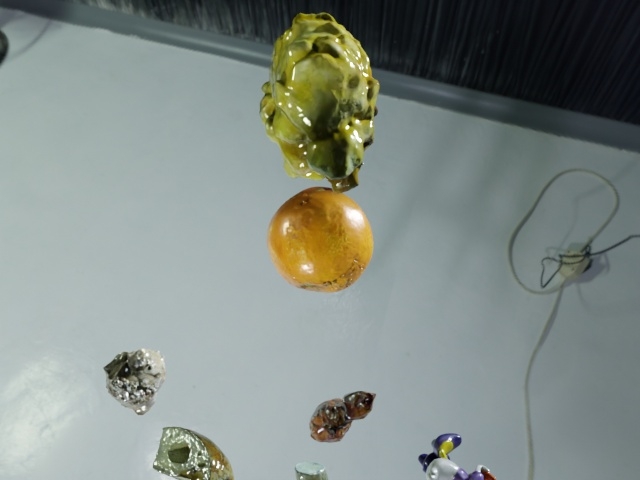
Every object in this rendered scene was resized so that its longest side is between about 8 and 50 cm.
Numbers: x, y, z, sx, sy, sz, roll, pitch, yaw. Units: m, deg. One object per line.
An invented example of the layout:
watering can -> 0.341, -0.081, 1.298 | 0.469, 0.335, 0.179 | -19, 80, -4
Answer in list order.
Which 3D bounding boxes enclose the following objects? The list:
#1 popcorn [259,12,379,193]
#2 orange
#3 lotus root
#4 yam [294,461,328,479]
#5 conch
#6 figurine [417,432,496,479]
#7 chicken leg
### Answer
popcorn -> 0.010, -0.201, 0.789 | 0.192, 0.233, 0.266 | -9, 69, -18
orange -> 0.000, 0.000, 1.184 | 0.246, 0.246, 0.246 | -1, 61, 1
lotus root -> -0.384, 0.686, 1.617 | 0.314, 0.210, 0.142 | 5, 55, 27
yam -> -0.018, 0.807, 1.669 | 0.107, 0.107, 0.194 | -14, 98, -6
conch -> -0.564, 0.431, 1.571 | 0.178, 0.245, 0.163 | 18, 27, 20
figurine -> 0.424, 0.731, 1.528 | 0.193, 0.421, 0.154 | 17, 98, -28
chicken leg -> 0.051, 0.378, 1.141 | 0.113, 0.304, 0.093 | -27, 71, -30
